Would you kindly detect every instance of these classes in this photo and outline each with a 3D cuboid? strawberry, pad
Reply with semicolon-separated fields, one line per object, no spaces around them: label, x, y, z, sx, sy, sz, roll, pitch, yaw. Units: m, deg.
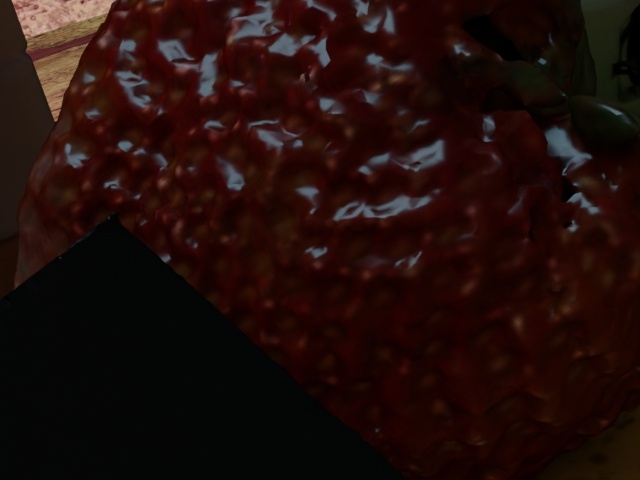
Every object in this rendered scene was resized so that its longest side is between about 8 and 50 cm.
strawberry;0.000;0.000;0.692;0.351;0.312;0.267;-34;-3;7
pad;-0.073;0.150;0.431;0.007;0.247;0.367;-46;0;37

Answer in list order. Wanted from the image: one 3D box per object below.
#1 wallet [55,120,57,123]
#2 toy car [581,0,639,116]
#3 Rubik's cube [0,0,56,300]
wallet;-0.251;-0.109;1.550;0.149;0.044;0.250;-17;18;-9
toy car;0.165;-0.146;0.969;0.188;0.255;0.190;-9;65;9
Rubik's cube;-0.409;-0.012;0.964;0.347;0.344;0.347;1;25;40
